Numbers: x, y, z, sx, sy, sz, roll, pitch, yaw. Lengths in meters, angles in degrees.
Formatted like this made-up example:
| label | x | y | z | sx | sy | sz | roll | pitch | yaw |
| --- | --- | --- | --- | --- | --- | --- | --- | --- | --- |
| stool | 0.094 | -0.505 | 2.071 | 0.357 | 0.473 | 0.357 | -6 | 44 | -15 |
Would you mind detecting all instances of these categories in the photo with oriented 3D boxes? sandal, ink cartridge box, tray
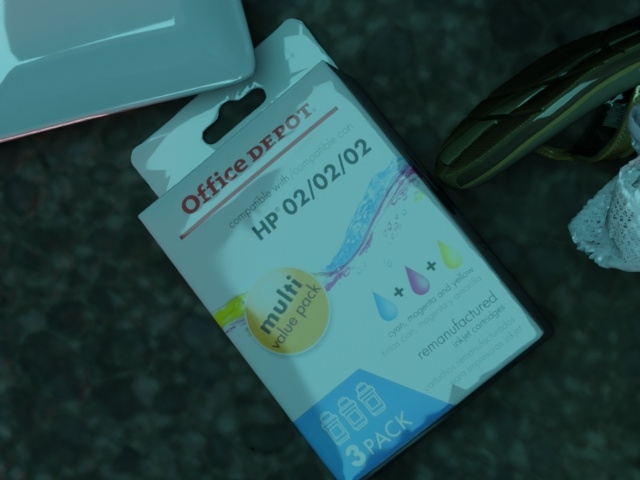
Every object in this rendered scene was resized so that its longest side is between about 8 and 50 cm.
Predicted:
| label | x | y | z | sx | sy | sz | roll | pitch | yaw |
| --- | --- | --- | --- | --- | --- | --- | --- | --- | --- |
| sandal | 0.130 | -0.063 | 0.722 | 0.180 | 0.072 | 0.049 | -29 | 104 | 6 |
| ink cartridge box | 0.000 | 0.000 | 0.744 | 0.104 | 0.061 | 0.181 | -40 | 80 | 8 |
| tray | -0.124 | -0.184 | 0.757 | 0.145 | 0.030 | 0.270 | -12 | 99 | 14 |

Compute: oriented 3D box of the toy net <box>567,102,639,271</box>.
| label | x | y | z | sx | sy | sz | roll | pitch | yaw |
| --- | --- | --- | --- | --- | --- | --- | --- | --- | --- |
| toy net | 0.189 | -0.068 | 0.649 | 0.232 | 0.045 | 0.122 | -25 | 45 | 11 |
